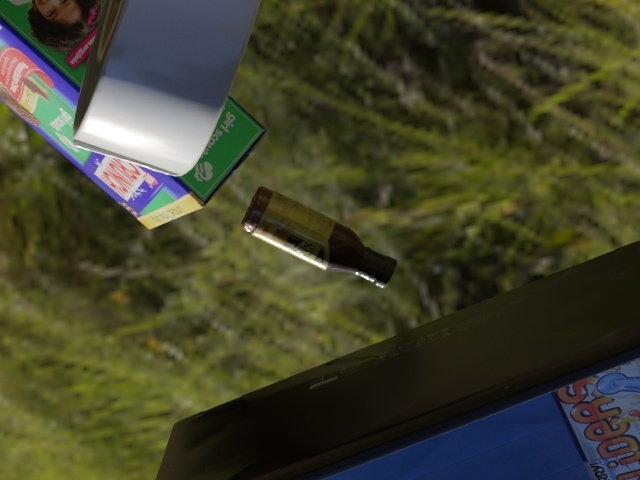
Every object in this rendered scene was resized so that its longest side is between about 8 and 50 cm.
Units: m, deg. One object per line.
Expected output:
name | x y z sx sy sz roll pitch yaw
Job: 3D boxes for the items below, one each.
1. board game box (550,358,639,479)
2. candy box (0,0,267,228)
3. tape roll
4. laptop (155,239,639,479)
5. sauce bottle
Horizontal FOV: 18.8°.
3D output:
board game box | 0.246 0.118 1.410 0.136 0.035 0.201 -14 137 17
candy box | -0.237 -0.164 2.078 0.122 0.317 0.268 -52 -170 -15
tape roll | -0.113 -0.200 1.559 0.100 0.286 0.286 17 161 -12
laptop | 0.106 0.181 1.399 0.382 0.236 0.408 -22 -172 5
sauce bottle | 0.000 0.000 1.558 0.128 0.042 0.042 25 163 -4
